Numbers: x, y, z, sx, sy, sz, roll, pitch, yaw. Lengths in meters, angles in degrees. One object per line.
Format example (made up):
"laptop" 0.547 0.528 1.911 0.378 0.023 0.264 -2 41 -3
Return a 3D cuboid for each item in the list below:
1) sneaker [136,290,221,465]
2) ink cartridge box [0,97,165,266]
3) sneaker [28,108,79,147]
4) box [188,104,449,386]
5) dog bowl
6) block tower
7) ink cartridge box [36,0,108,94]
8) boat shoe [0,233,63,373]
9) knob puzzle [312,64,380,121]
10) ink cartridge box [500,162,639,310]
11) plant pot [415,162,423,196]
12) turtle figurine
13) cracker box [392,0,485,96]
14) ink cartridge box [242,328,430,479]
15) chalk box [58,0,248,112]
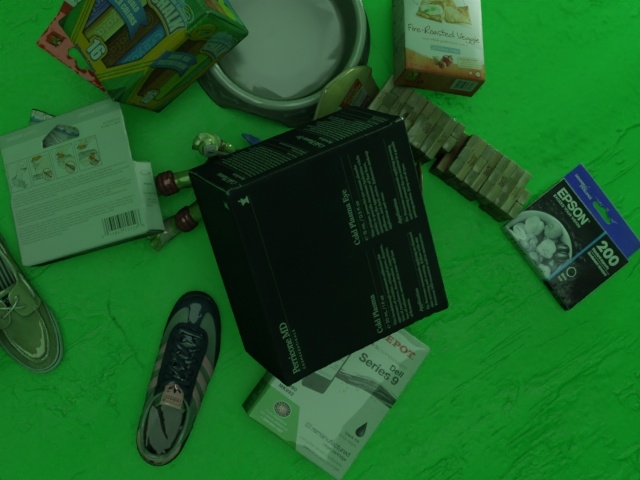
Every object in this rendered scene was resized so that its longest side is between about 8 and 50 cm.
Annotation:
"sneaker" -0.246 0.247 1.873 0.112 0.131 0.319 13 86 -5
"ink cartridge box" -0.421 -0.099 1.842 0.275 0.060 0.239 -14 85 23
"sneaker" -0.442 -0.166 1.904 0.190 0.071 0.083 21 92 3
"box" 0.000 0.000 1.700 0.312 0.179 0.343 -24 113 -21
"dog bowl" -0.073 -0.382 1.930 0.348 0.102 0.349 0 89 -6
"block tower" 0.234 -0.167 1.959 0.335 0.097 0.091 36 81 -6
"ink cartridge box" -0.376 -0.403 1.921 0.189 0.066 0.232 35 81 -4
"boat shoe" -0.555 0.102 1.863 0.109 0.094 0.302 -31 91 -6
"knob puzzle" 0.031 -0.236 1.902 0.030 0.213 0.213 31 84 24
"ink cartridge box" 0.484 -0.009 2.006 0.208 0.045 0.206 -39 92 -7
"plant pot" 0.099 -0.057 1.914 0.165 0.167 0.167 0 88 1
"turtle figurine" -0.199 -0.077 1.840 0.266 0.198 0.275 -22 49 10
"cracker box" 0.213 -0.387 1.931 0.155 0.067 0.232 6 67 -16
"ink cartridge box" 0.028 0.247 1.908 0.211 0.121 0.289 36 84 -4
"chalk box" -0.253 -0.379 1.782 0.289 0.180 0.179 -38 78 15
